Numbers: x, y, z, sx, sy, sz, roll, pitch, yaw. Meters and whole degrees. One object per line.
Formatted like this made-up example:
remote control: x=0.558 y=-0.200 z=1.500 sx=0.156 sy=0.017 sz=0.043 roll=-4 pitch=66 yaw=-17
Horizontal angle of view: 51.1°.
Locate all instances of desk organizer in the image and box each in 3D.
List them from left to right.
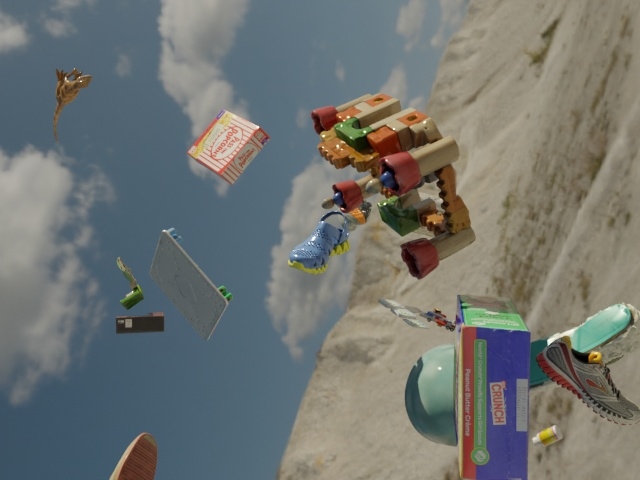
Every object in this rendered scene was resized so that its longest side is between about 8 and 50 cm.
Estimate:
desk organizer: x=-0.504 y=0.230 z=1.878 sx=0.050 sy=0.130 sz=0.047 roll=-147 pitch=57 yaw=-74

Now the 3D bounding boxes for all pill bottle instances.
pill bottle: x=0.689 y=0.598 z=2.039 sx=0.083 sy=0.043 sz=0.043 roll=-37 pitch=4 yaw=27

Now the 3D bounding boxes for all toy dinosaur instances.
toy dinosaur: x=-0.569 y=-0.322 z=1.489 sx=0.211 sy=0.064 sz=0.112 roll=-35 pitch=45 yaw=45

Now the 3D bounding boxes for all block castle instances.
block castle: x=0.134 y=-0.137 z=1.534 sx=0.453 sy=0.213 sz=0.303 roll=47 pitch=159 yaw=55

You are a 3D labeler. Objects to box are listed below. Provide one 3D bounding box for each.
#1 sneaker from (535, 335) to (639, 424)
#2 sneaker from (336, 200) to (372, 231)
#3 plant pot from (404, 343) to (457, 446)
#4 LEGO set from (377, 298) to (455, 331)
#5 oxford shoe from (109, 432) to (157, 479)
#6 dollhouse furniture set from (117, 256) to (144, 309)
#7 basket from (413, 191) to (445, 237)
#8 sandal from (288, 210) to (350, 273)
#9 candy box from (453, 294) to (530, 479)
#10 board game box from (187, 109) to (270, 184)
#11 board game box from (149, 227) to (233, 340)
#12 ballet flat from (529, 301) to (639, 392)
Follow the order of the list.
sneaker: x=0.542 y=0.276 z=1.320 sx=0.092 sy=0.225 sz=0.088 roll=-55 pitch=-6 yaw=18
sneaker: x=0.117 y=-0.080 z=2.308 sx=0.262 sy=0.099 sz=0.121 roll=-123 pitch=26 yaw=-70
plant pot: x=0.412 y=0.450 z=1.888 sx=0.196 sy=0.293 sz=0.293 roll=176 pitch=110 yaw=-69
LEGO set: x=0.328 y=0.227 z=2.128 sx=0.244 sy=0.182 sz=0.060 roll=13 pitch=-76 yaw=-37
oxford shoe: x=-0.646 y=0.794 z=2.123 sx=0.140 sy=0.146 sz=0.397 roll=53 pitch=-143 yaw=-30
dollhouse furniture set: x=-0.564 y=0.127 z=1.934 sx=0.058 sy=0.151 sz=0.076 roll=-33 pitch=-35 yaw=-8
basket: x=0.289 y=-0.072 z=1.856 sx=0.113 sy=0.167 sz=0.103 roll=39 pitch=115 yaw=61
sandal: x=0.000 y=0.000 z=2.060 sx=0.317 sy=0.126 sz=0.138 roll=-42 pitch=-34 yaw=-58
candy box: x=0.311 y=0.258 z=1.248 sx=0.317 sy=0.122 sz=0.268 roll=-30 pitch=-59 yaw=-80
board game box: x=-0.225 y=-0.229 z=1.621 sx=0.147 sy=0.193 sz=0.045 roll=-52 pitch=-48 yaw=-5
board game box: x=-0.534 y=0.183 z=2.734 sx=0.050 sy=0.390 sz=0.390 roll=-36 pitch=-11 yaw=-36
ballet flat: x=0.634 y=0.301 z=1.687 sx=0.147 sy=0.409 sz=0.147 roll=38 pitch=-146 yaw=-31
